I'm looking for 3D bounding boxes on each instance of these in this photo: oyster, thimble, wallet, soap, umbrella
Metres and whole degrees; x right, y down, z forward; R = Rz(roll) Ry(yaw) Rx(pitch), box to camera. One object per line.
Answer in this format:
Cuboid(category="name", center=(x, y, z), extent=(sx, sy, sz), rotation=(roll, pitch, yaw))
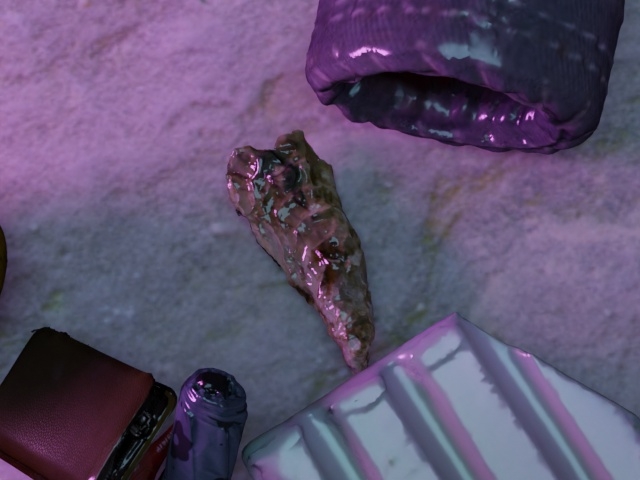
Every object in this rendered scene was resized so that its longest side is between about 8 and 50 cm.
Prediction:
Cuboid(category="oyster", center=(-0.001, 0.000, 1.479), extent=(0.106, 0.061, 0.200), rotation=(-43, 81, -7))
Cuboid(category="thimble", center=(0.114, -0.171, 1.443), extent=(0.236, 0.205, 0.172), rotation=(3, 72, 33))
Cuboid(category="wallet", center=(-0.188, 0.131, 1.406), extent=(0.031, 0.198, 0.110), rotation=(38, 77, -34))
Cuboid(category="soap", center=(0.167, 0.274, 1.375), extent=(0.261, 0.156, 0.446), rotation=(-33, 80, -5))
Cuboid(category="umbrella", center=(-0.095, 0.200, 1.382), extent=(0.053, 0.052, 0.250), rotation=(12, 122, -1))

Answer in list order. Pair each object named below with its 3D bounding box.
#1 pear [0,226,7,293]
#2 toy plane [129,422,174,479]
Cuboid(category="pear", center=(-0.337, 0.026, 1.421), extent=(0.198, 0.198, 0.198), rotation=(0, 80, 2))
Cuboid(category="toy plane", center=(-0.143, 0.174, 1.434), extent=(0.077, 0.126, 0.194), rotation=(23, 81, 34))
